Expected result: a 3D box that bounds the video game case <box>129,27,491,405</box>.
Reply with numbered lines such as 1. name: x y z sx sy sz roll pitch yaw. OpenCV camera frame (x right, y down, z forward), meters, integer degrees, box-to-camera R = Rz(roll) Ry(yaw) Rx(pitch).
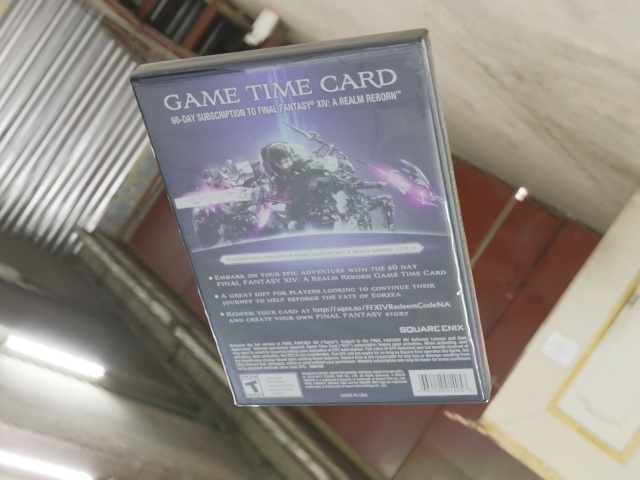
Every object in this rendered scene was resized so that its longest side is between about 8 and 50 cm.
1. video game case: 0.000 0.000 0.701 0.196 0.274 0.026 -4 -151 19
